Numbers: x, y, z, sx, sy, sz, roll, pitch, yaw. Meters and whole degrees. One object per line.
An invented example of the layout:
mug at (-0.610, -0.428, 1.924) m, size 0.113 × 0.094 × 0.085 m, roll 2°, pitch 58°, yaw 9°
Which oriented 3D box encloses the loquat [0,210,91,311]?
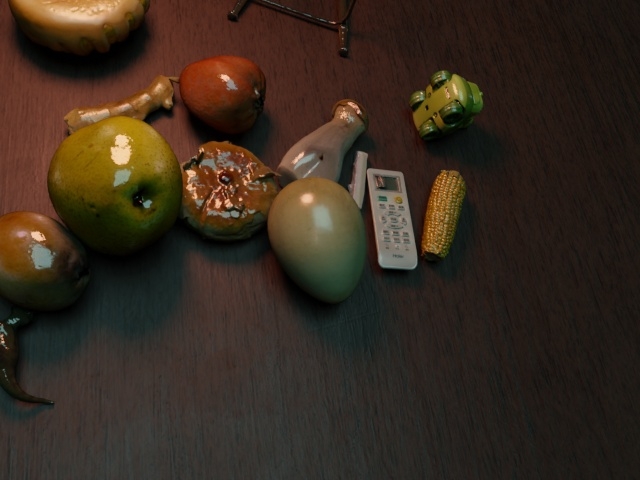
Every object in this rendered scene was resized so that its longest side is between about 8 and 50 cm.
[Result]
loquat at (-0.569, 0.044, 1.182) m, size 0.227 × 0.179 × 0.179 m, roll 39°, pitch 60°, yaw 11°

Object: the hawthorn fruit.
hawthorn fruit at (-0.261, -0.376, 1.480) m, size 0.251 × 0.199 × 0.199 m, roll 20°, pitch 60°, yaw 6°

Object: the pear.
pear at (-0.418, -0.111, 1.236) m, size 0.294 × 0.294 × 0.294 m, roll 7°, pitch 63°, yaw -13°

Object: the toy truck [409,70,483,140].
toy truck at (0.368, -0.373, 1.652) m, size 0.210 × 0.187 × 0.148 m, roll -6°, pitch 70°, yaw -19°

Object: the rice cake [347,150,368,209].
rice cake at (0.096, -0.158, 1.556) m, size 0.042 × 0.030 × 0.180 m, roll 15°, pitch 61°, yaw -14°

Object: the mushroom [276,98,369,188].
mushroom at (0.018, -0.226, 1.533) m, size 0.329 × 0.122 × 0.159 m, roll -53°, pitch 123°, yaw -29°

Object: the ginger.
ginger at (-0.477, -0.322, 1.448) m, size 0.299 × 0.065 × 0.118 m, roll -39°, pitch 89°, yaw -28°

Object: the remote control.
remote control at (0.178, -0.056, 1.520) m, size 0.103 × 0.051 × 0.293 m, roll 5°, pitch 60°, yaw -15°

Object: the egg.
egg at (0.000, 0.000, 1.346) m, size 0.218 × 0.218 × 0.295 m, roll -20°, pitch 84°, yaw -24°

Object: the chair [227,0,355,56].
chair at (-0.023, -0.843, 1.689) m, size 0.364 × 0.362 × 0.410 m, roll 15°, pitch 56°, yaw -9°

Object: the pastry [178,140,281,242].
pastry at (-0.222, -0.115, 1.389) m, size 0.257 × 0.121 × 0.236 m, roll -35°, pitch 78°, yaw -27°

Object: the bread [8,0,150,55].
bread at (-0.598, -0.592, 1.491) m, size 0.333 × 0.160 × 0.333 m, roll 6°, pitch 64°, yaw -12°

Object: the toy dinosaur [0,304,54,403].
toy dinosaur at (-0.576, 0.207, 1.148) m, size 0.178 × 0.087 × 0.187 m, roll 18°, pitch 62°, yaw -6°

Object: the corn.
corn at (0.318, -0.067, 1.543) m, size 0.091 × 0.091 × 0.260 m, roll 30°, pitch 62°, yaw -19°
